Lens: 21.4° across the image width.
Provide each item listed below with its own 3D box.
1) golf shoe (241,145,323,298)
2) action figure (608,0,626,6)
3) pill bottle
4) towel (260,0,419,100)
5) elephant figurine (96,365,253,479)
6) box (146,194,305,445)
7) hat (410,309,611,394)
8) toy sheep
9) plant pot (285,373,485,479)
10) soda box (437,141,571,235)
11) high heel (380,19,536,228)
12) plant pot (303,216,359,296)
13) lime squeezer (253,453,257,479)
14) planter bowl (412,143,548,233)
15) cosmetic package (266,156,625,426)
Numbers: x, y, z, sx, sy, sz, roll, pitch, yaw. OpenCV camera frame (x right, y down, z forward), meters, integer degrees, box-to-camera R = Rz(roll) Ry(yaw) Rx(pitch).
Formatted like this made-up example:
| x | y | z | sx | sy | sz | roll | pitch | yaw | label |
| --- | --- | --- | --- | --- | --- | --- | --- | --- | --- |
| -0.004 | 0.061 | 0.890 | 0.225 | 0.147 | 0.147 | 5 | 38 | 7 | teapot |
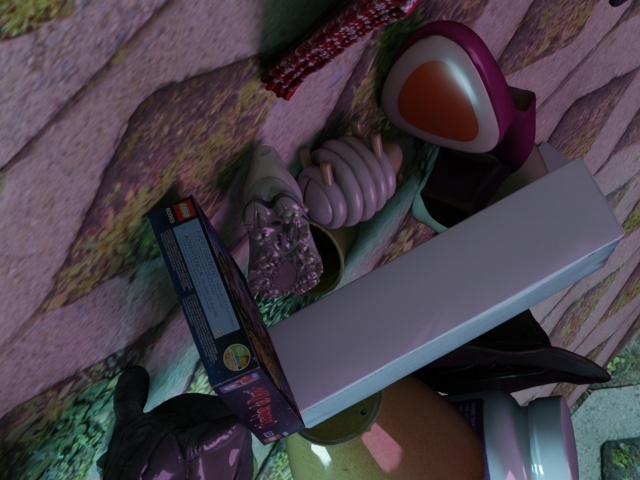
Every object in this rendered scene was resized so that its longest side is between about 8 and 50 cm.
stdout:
| x | y | z | sx | sy | sz | roll | pitch | yaw | label |
| --- | --- | --- | --- | --- | --- | --- | --- | --- | --- |
| -0.036 | -0.015 | 1.495 | 0.069 | 0.086 | 0.176 | -6 | 148 | -4 | golf shoe |
| 0.371 | -0.311 | 1.661 | 0.178 | 0.341 | 0.330 | -9 | 153 | 8 | action figure |
| 0.177 | 0.284 | 2.201 | 0.301 | 0.169 | 0.169 | -10 | 168 | 14 | pill bottle |
| 0.069 | -0.200 | 1.288 | 0.199 | 0.031 | 0.275 | -43 | -173 | -21 | towel |
| -0.140 | 0.200 | 1.545 | 0.169 | 0.186 | 0.239 | -14 | 158 | 3 | elephant figurine |
| -0.077 | 0.074 | 1.449 | 0.044 | 0.159 | 0.233 | -23 | 160 | 1 | box |
| 0.208 | 0.116 | 2.169 | 0.331 | 0.331 | 0.134 | 50 | 38 | -71 | hat |
| 0.021 | -0.055 | 1.555 | 0.132 | 0.091 | 0.091 | -27 | 154 | -20 | toy sheep |
| 0.055 | 0.236 | 2.017 | 0.237 | 0.237 | 0.254 | -47 | 147 | -10 | plant pot |
| 0.236 | -0.039 | 2.091 | 0.216 | 0.074 | 0.069 | -34 | 156 | -41 | soda box |
| 0.152 | -0.158 | 1.655 | 0.181 | 0.127 | 0.377 | -62 | 167 | -18 | high heel |
| 0.000 | 0.000 | 1.632 | 0.079 | 0.083 | 0.083 | -45 | 165 | -54 | plant pot |
| -0.126 | 0.291 | 1.920 | 0.110 | 0.059 | 0.310 | -34 | 157 | -40 | lime squeezer |
| 0.196 | -0.055 | 1.915 | 0.162 | 0.109 | 0.162 | -43 | 160 | -19 | planter bowl |
| 0.115 | 0.063 | 1.719 | 0.377 | 0.097 | 0.284 | -29 | 173 | 1 | cosmetic package |
